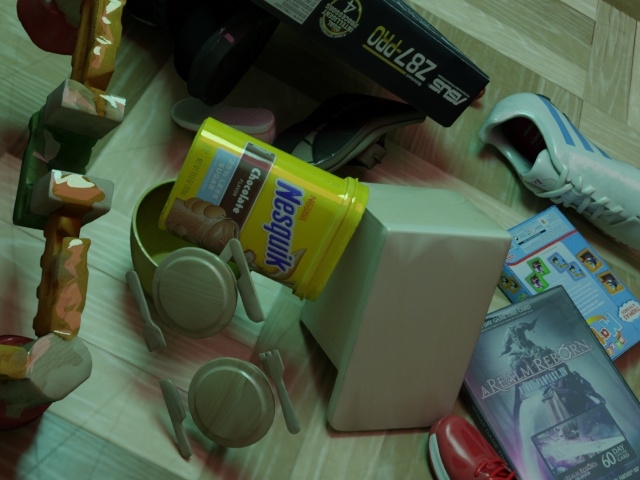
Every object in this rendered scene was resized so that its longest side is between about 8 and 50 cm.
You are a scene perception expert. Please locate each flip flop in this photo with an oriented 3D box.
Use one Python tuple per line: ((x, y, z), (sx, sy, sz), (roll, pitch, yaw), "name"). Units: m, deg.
((0.035, -0.120, 1.210), (0.112, 0.080, 0.277), (17, 34, 27), "flip flop")

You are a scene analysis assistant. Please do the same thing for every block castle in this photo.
((-0.340, -0.079, 0.826), (0.303, 0.213, 0.453), (13, 71, -31), "block castle")

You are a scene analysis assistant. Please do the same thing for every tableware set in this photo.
((-0.095, 0.097, 0.904), (0.039, 0.128, 0.194), (-26, 99, -69), "tableware set")

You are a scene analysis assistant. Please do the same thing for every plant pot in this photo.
((-0.140, 0.017, 0.995), (0.134, 0.095, 0.134), (16, 49, -18), "plant pot")

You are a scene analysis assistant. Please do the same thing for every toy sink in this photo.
((0.077, 0.068, 1.032), (0.153, 0.234, 0.131), (2, 25, -27), "toy sink")

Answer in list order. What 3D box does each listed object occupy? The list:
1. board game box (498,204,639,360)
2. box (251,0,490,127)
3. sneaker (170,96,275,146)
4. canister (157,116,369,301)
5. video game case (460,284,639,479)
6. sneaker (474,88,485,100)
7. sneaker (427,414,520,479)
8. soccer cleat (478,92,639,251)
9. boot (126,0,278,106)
((0.320, 0.065, 1.250), (0.160, 0.039, 0.211), (-23, 67, -39), "board game box")
((-0.006, -0.318, 1.173), (0.395, 0.097, 0.318), (22, 25, -46), "box")
((-0.115, -0.130, 1.167), (0.134, 0.070, 0.051), (11, 53, 18), "sneaker")
((-0.056, -0.030, 0.927), (0.170, 0.126, 0.073), (24, 22, -7), "canister")
((0.274, 0.196, 1.103), (0.196, 0.026, 0.274), (-18, 67, -26), "video game case")
((0.173, -0.270, 1.423), (0.175, 0.064, 0.067), (36, 36, -3), "sneaker")
((0.205, 0.255, 0.972), (0.087, 0.128, 0.221), (-19, 67, -39), "sneaker")
((0.358, -0.076, 1.334), (0.331, 0.116, 0.143), (41, 42, 16), "soccer cleat")
((-0.184, -0.295, 1.151), (0.260, 0.131, 0.348), (33, 17, -8), "boot")
